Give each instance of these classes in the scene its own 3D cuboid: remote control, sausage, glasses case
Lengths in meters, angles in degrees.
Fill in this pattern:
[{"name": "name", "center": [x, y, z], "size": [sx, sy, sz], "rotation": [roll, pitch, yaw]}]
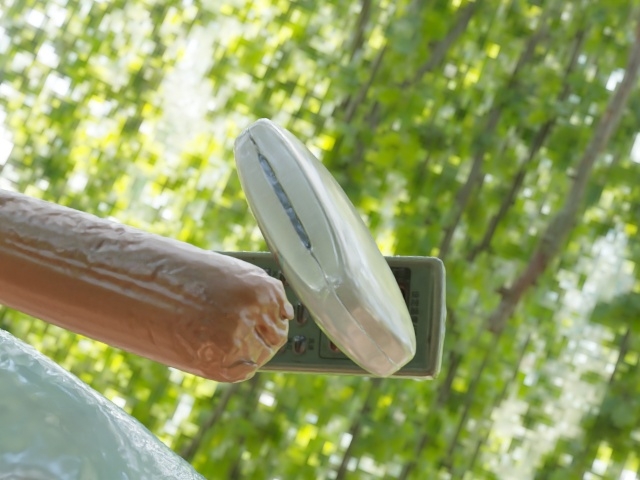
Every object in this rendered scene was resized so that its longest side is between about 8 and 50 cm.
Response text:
[{"name": "remote control", "center": [-0.021, 0.071, 1.548], "size": [0.285, 0.123, 0.038], "rotation": [4, -14, 8]}, {"name": "sausage", "center": [-0.149, 0.028, 1.114], "size": [0.289, 0.086, 0.086], "rotation": [17, -17, 28]}, {"name": "glasses case", "center": [0.000, 0.000, 0.904], "size": [0.081, 0.051, 0.204], "rotation": [50, 7, -37]}]

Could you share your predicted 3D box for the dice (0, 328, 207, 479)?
[{"name": "dice", "center": [-0.143, 0.207, 0.634], "size": [0.268, 0.262, 0.264], "rotation": [25, -25, 38]}]
